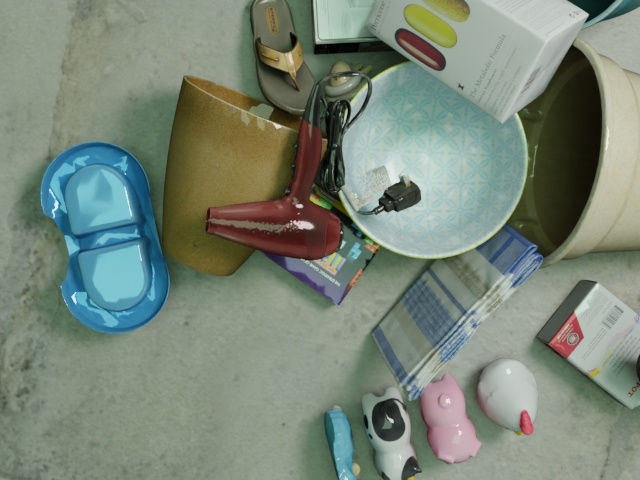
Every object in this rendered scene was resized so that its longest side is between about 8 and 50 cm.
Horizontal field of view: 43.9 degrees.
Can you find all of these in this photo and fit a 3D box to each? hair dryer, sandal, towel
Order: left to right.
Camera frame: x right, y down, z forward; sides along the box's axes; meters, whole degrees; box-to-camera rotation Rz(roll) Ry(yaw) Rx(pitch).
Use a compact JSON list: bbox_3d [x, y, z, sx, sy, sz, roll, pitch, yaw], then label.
[{"bbox_3d":[-0.057,-0.296,1.235,0.090,0.060,0.219,-8,77,-14],"label":"sandal"},{"bbox_3d":[-0.026,-0.080,1.090,0.294,0.080,0.223,-32,108,-5],"label":"hair dryer"},{"bbox_3d":[0.196,0.089,1.195,0.034,0.209,0.285,38,98,-20],"label":"towel"}]

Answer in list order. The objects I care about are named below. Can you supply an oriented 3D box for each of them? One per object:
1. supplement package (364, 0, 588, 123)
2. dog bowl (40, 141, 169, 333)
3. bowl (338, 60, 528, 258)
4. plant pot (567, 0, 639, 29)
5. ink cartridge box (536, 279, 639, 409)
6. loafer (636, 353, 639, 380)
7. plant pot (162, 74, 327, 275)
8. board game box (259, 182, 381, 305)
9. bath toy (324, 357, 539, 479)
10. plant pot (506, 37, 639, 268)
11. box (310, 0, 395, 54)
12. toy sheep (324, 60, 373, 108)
[{"bbox_3d":[0.206,-0.298,1.083,0.244,0.139,0.134,39,46,17],"label":"supplement package"},{"bbox_3d":[-0.330,-0.004,1.249,0.166,0.074,0.297,-13,92,-2],"label":"dog bowl"},{"bbox_3d":[0.157,-0.122,1.221,0.290,0.156,0.289,0,94,-2],"label":"bowl"},{"bbox_3d":[0.420,-0.449,1.156,0.255,0.272,0.271,-17,93,-36],"label":"plant pot"},{"bbox_3d":[0.463,0.167,1.284,0.175,0.072,0.127,39,89,-3],"label":"ink cartridge box"},{"bbox_3d":[0.610,0.200,1.226,0.366,0.134,0.130,28,74,-38],"label":"loafer"},{"bbox_3d":[-0.139,-0.085,1.195,0.237,0.237,0.254,24,103,-3],"label":"plant pot"},{"bbox_3d":[0.000,0.000,1.274,0.170,0.048,0.141,35,89,-3],"label":"board game box"},{"bbox_3d":[0.186,0.299,1.252,0.348,0.129,0.151,-18,126,-1],"label":"bath toy"},{"bbox_3d":[0.460,-0.110,1.175,0.306,0.334,0.333,6,92,-13],"label":"plant pot"},{"bbox_3d":[0.129,-0.389,1.248,0.290,0.087,0.169,-2,92,-2],"label":"box"},{"bbox_3d":[0.053,-0.224,1.253,0.091,0.091,0.132,-31,117,-1],"label":"toy sheep"}]
